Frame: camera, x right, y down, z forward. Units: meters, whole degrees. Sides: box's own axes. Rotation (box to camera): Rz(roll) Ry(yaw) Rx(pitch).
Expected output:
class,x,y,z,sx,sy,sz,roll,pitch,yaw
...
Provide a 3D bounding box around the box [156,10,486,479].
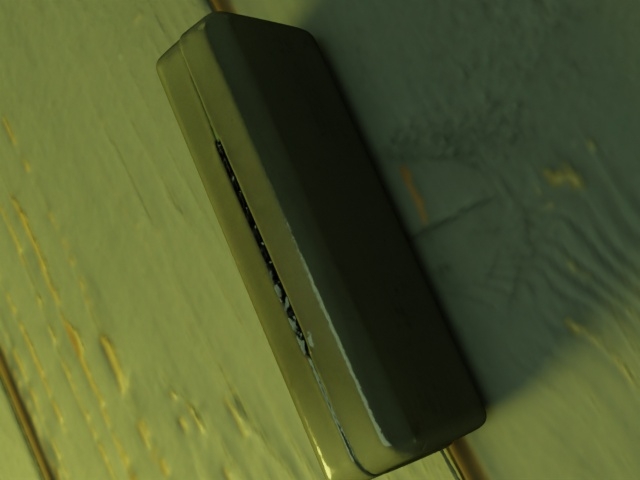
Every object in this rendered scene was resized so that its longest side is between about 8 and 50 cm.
class,x,y,z,sx,sy,sz,roll,pitch,yaw
box,0.000,0.000,0.548,0.055,0.103,0.244,-32,74,31
